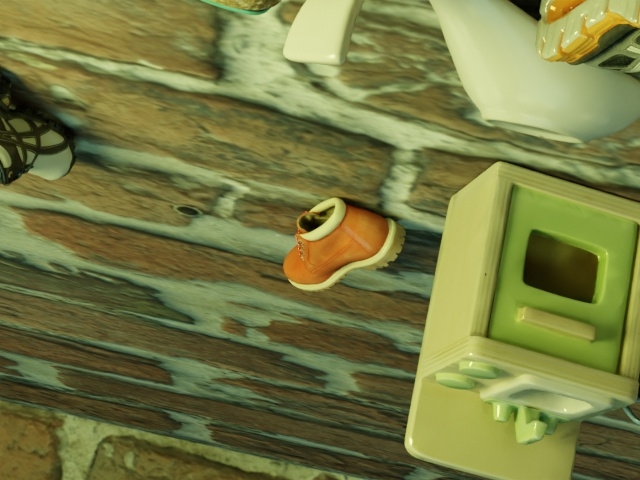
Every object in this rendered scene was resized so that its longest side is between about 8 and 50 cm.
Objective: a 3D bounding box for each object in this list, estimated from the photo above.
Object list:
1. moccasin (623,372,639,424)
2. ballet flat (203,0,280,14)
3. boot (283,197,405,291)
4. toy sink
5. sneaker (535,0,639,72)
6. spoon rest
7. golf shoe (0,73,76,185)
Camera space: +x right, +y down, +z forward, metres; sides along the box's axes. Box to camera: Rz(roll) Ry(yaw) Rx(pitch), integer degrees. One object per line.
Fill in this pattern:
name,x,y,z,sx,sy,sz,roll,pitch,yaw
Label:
moccasin,0.257,0.115,1.606,0.342,0.117,0.137,21,160,-27
ballet flat,-0.116,-0.197,1.001,0.206,0.073,0.067,11,135,-6
boot,0.000,0.000,1.534,0.084,0.059,0.158,25,150,-28
toy sink,0.177,0.075,1.345,0.152,0.234,0.131,17,162,-11
sneaker,0.204,-0.142,0.919,0.083,0.084,0.215,16,172,-18
spoon rest,0.105,-0.123,1.049,0.276,0.084,0.137,11,-179,-40
golf shoe,-0.281,-0.078,1.408,0.077,0.094,0.198,3,162,23
